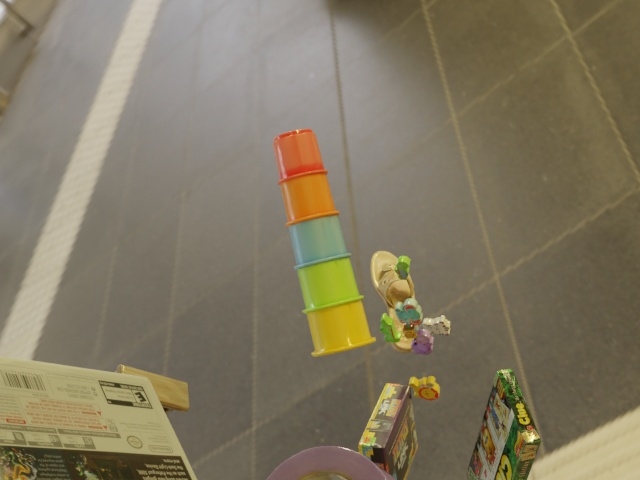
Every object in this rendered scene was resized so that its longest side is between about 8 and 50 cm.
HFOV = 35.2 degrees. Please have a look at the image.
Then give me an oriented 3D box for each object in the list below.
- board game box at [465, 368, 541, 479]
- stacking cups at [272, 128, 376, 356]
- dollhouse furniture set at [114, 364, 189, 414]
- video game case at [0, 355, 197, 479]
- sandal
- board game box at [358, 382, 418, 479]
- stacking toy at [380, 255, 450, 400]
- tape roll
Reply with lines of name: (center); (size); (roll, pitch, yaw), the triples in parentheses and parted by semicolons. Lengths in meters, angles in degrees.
board game box: (0.273, 0.331, 1.528); (0.030, 0.259, 0.136); (-5, 42, -12)
stacking cups: (0.000, 0.000, 1.422); (0.096, 0.096, 0.316); (-13, 89, 46)
dollhouse furniture set: (-0.256, 0.311, 1.306); (0.161, 0.212, 0.242); (-36, 48, 33)
video game case: (-0.153, 0.157, 0.682); (0.022, 0.190, 0.173); (-43, 58, 17)
sandal: (0.166, 0.108, 2.079); (0.079, 0.088, 0.240); (115, 151, -55)
board game box: (0.118, 0.349, 1.711); (0.048, 0.141, 0.170); (3, 31, 20)
stacking toy: (0.174, 0.156, 1.821); (0.052, 0.221, 0.167); (-9, 40, 25)
tape roll: (0.015, 0.345, 1.196); (0.189, 0.080, 0.188); (-10, 62, 20)
